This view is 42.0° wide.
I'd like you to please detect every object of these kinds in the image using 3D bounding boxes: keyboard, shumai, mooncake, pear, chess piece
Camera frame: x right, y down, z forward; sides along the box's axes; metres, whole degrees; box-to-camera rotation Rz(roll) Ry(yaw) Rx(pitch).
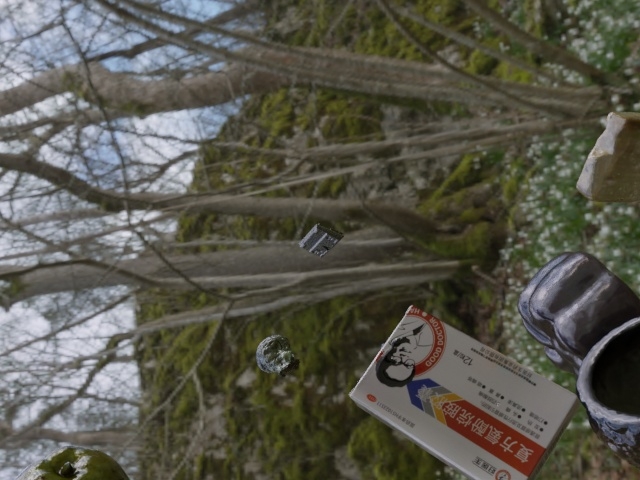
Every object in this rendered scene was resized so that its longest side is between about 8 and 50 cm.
[{"bbox_3d":[0.000,0.000,1.381,0.049,0.129,0.015,28,-109,-6],"label":"keyboard"},{"bbox_3d":[-0.087,0.240,1.672,0.082,0.083,0.080,43,-175,-20],"label":"shumai"},{"bbox_3d":[0.500,0.166,1.557,0.306,0.154,0.306,50,179,1],"label":"mooncake"},{"bbox_3d":[-0.433,0.503,1.444,0.269,0.269,0.321,-49,-31,-53],"label":"pear"},{"bbox_3d":[0.491,-0.112,1.179,0.300,0.137,0.137,-5,-95,-29],"label":"chess piece"}]

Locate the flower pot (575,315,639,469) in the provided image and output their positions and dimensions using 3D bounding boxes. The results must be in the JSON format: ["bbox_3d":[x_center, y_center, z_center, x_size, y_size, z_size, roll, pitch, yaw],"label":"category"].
[{"bbox_3d":[0.559,0.275,1.257,0.267,0.266,0.267,56,-142,-21],"label":"flower pot"}]

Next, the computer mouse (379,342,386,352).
[{"bbox_3d":[0.204,0.302,2.127,0.099,0.172,0.057,44,-126,-9],"label":"computer mouse"}]

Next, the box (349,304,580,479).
[{"bbox_3d":[0.252,0.287,1.495,0.214,0.353,0.069,-53,-34,-13],"label":"box"}]
